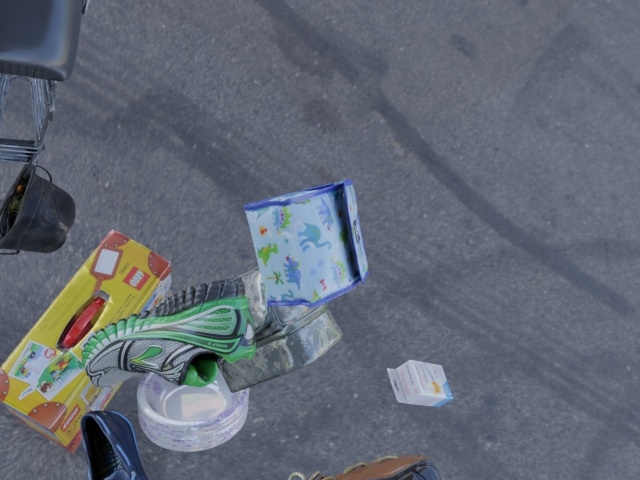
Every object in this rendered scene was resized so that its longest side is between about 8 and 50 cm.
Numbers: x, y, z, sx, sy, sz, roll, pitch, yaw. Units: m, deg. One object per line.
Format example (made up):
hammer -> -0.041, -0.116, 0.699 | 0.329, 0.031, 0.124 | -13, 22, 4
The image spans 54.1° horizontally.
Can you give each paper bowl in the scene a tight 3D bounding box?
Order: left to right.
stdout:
paper bowl -> -0.331, 0.434, 1.642 | 0.284, 0.284, 0.148 | -10, 123, -25

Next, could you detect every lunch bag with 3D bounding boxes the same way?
lunch bag -> -0.141, 0.196, 1.514 | 0.213, 0.305, 0.256 | -25, 88, -52
lunch bag -> 0.000, 0.000, 0.751 | 0.151, 0.096, 0.128 | -19, 102, -49

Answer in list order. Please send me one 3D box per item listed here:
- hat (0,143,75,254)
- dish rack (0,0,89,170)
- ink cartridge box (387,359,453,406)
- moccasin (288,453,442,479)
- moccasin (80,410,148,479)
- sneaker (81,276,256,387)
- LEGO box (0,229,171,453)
hat -> -0.601, -0.044, 1.324 | 0.134, 0.331, 0.331 | 29, 65, -29
dish rack -> -0.270, -0.105, 0.396 | 0.208, 0.271, 0.074 | 3, 81, -27
ink cartridge box -> 0.275, 0.392, 1.722 | 0.181, 0.061, 0.104 | 18, 43, -41
moccasin -> 0.019, 0.444, 1.023 | 0.380, 0.147, 0.139 | -20, 89, -30
moccasin -> -0.412, 0.494, 1.233 | 0.138, 0.117, 0.342 | -39, 56, 1
sneaker -> -0.254, 0.181, 1.016 | 0.134, 0.344, 0.146 | 2, 66, -60
LEGO box -> -0.622, 0.280, 1.706 | 0.193, 0.372, 0.500 | 29, 61, 3
